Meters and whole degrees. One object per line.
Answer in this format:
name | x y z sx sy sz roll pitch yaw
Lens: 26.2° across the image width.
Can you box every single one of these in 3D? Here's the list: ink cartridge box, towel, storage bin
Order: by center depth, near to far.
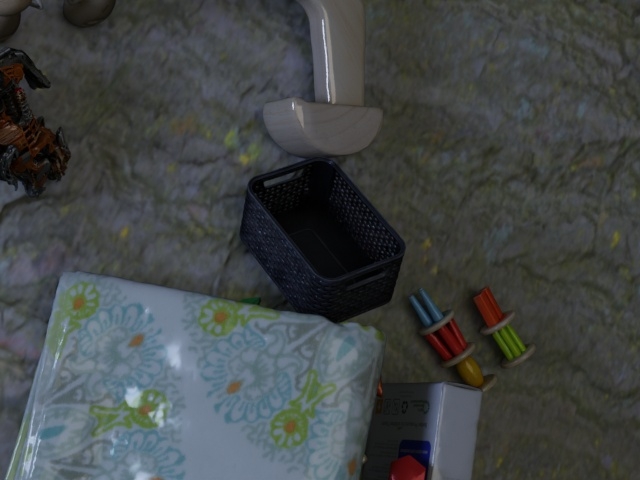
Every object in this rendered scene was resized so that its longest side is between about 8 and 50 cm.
towel | -0.141 0.215 1.479 0.374 0.090 0.320 11 78 5
ink cartridge box | 0.098 0.349 1.586 0.069 0.176 0.371 15 78 -22
storage bin | 0.000 0.000 1.586 0.122 0.084 0.180 -20 54 -28

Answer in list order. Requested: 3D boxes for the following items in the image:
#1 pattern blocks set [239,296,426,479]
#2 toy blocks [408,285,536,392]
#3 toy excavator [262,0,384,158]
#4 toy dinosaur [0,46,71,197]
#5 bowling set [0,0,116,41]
pattern blocks set | -0.046 0.224 1.535 0.285 0.026 0.325 -28 74 -1
toy blocks | 0.186 0.106 1.719 0.123 0.054 0.148 -36 97 -21
toy excavator | -0.053 -0.369 1.610 0.445 0.222 0.433 30 75 -26
toy dinosaur | -0.397 -0.130 1.427 0.322 0.164 0.218 42 81 -31
bowling set | -0.365 -0.310 1.486 0.287 0.154 0.200 -21 92 -24
